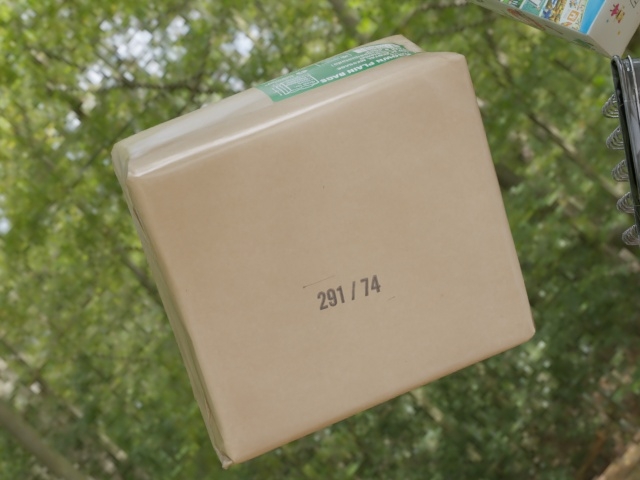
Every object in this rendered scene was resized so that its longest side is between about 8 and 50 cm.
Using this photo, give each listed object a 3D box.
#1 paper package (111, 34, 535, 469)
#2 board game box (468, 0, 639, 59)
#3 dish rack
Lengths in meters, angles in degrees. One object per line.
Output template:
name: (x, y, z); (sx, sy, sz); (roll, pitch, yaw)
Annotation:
paper package: (0.000, 0.000, 1.202); (0.324, 0.310, 0.168); (-21, 21, -10)
board game box: (0.318, -0.395, 1.697); (0.097, 0.303, 0.224); (25, -85, -48)
dish rack: (0.360, -0.084, 1.413); (0.074, 0.208, 0.271); (-7, -5, 5)
